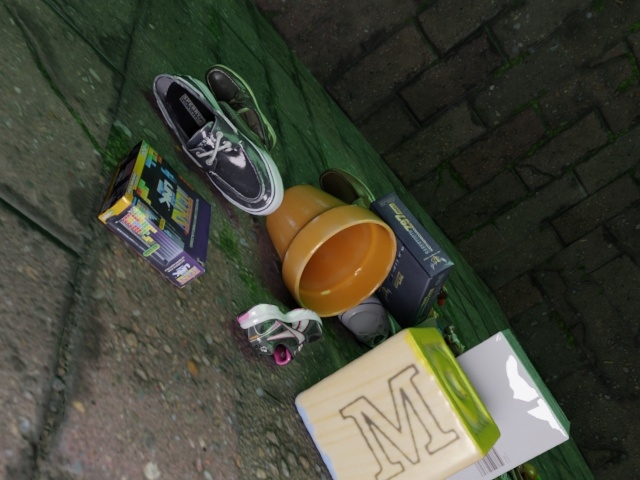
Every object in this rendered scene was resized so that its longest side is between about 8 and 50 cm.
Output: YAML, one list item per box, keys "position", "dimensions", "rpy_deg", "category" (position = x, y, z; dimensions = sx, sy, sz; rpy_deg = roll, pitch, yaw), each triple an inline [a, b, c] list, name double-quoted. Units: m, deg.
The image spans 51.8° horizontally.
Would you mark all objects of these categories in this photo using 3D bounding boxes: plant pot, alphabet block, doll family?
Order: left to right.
- position: [0.000, 0.000, 1.183]
  dimensions: [0.205, 0.205, 0.188]
  rpy_deg: [37, 8, -48]
  category: "plant pot"
- position: [0.115, 0.253, 0.946]
  dimensions: [0.193, 0.197, 0.192]
  rpy_deg: [60, 16, 16]
  category: "alphabet block"
- position: [0.315, 0.225, 1.830]
  dimensions: [0.163, 0.118, 0.263]
  rpy_deg: [-74, 145, -79]
  category: "doll family"

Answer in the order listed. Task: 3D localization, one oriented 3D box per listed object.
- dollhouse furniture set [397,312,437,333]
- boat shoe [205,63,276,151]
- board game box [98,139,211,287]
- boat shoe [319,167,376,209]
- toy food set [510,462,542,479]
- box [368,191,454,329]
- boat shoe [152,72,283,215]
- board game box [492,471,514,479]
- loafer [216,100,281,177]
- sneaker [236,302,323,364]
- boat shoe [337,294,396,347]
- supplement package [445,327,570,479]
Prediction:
- position: [0.153, 0.134, 1.516]
  dimensions: [0.212, 0.161, 0.242]
  rpy_deg: [-109, 180, -47]
  category: "dollhouse furniture set"
- position: [-0.173, -0.285, 1.443]
  dimensions: [0.223, 0.080, 0.073]
  rpy_deg: [55, 9, -16]
  category: "boat shoe"
- position: [-0.210, -0.039, 0.869]
  dimensions: [0.141, 0.048, 0.170]
  rpy_deg: [45, 18, -28]
  category: "board game box"
- position: [0.100, -0.050, 1.701]
  dimensions: [0.324, 0.123, 0.116]
  rpy_deg: [55, 17, 7]
  category: "boat shoe"
- position: [0.570, 0.651, 1.781]
  dimensions: [0.192, 0.038, 0.132]
  rpy_deg: [49, 16, -22]
  category: "toy food set"
- position: [0.150, 0.047, 1.252]
  dimensions: [0.183, 0.059, 0.233]
  rpy_deg: [53, -23, 23]
  category: "box"
- position: [-0.180, -0.167, 1.123]
  dimensions: [0.301, 0.108, 0.102]
  rpy_deg: [55, 15, 9]
  category: "boat shoe"
- position: [0.410, 0.572, 1.488]
  dimensions: [0.136, 0.030, 0.260]
  rpy_deg: [55, 15, -8]
  category: "board game box"
- position: [-0.135, -0.163, 1.268]
  dimensions: [0.087, 0.094, 0.251]
  rpy_deg: [15, 42, -61]
  category: "loafer"
- position: [-0.055, 0.143, 0.948]
  dimensions: [0.178, 0.072, 0.077]
  rpy_deg: [16, 53, -55]
  category: "sneaker"
- position: [0.108, 0.171, 1.317]
  dimensions: [0.226, 0.083, 0.076]
  rpy_deg: [33, 25, -55]
  category: "boat shoe"
- position: [0.274, 0.312, 1.179]
  dimensions: [0.204, 0.262, 0.145]
  rpy_deg: [60, 17, 15]
  category: "supplement package"
